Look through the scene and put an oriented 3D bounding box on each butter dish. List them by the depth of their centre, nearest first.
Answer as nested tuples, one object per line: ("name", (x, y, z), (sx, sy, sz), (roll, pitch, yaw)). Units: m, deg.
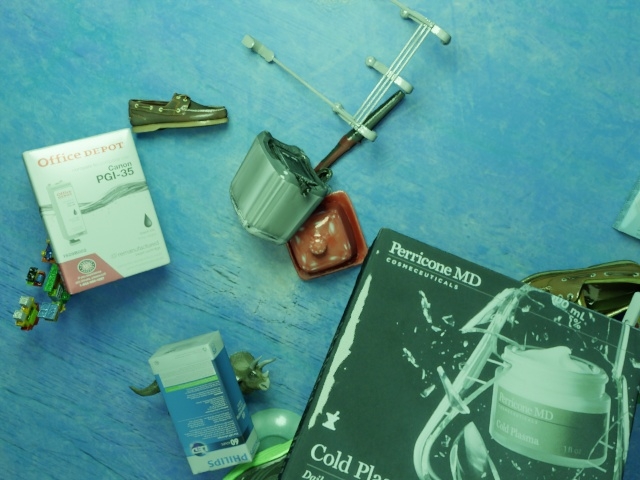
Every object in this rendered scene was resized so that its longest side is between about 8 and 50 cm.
("butter dish", (0.000, 0.000, 1.225), (0.159, 0.118, 0.160), (-18, 99, 11))

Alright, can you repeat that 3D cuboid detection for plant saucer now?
("plant saucer", (-0.098, 0.473, 1.376), (0.194, 0.037, 0.195), (1, 102, 6))

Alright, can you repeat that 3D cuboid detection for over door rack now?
("over door rack", (0.051, -0.372, 1.160), (0.324, 0.108, 0.239), (40, 103, 12))

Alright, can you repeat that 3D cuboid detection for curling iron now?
("curling iron", (0.067, -0.189, 1.217), (0.274, 0.035, 0.068), (-46, 56, 9))

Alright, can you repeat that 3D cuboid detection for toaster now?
("toaster", (-0.084, -0.094, 1.174), (0.129, 0.227, 0.146), (22, 114, -35))

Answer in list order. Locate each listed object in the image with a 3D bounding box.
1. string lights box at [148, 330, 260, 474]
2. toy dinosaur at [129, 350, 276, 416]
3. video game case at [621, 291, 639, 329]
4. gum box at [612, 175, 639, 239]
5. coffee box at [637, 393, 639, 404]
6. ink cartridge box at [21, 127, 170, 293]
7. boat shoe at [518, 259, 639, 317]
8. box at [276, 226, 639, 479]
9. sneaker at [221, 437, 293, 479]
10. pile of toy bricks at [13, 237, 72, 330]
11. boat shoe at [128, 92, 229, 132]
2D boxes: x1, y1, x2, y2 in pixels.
("string lights box", (-0.230, 0.327, 1.238), (0.133, 0.077, 0.260), (-16, 100, 11))
("toy dinosaur", (-0.247, 0.303, 1.335), (0.313, 0.121, 0.160), (6, 90, 10))
("video game case", (0.643, 0.199, 1.174), (0.227, 0.026, 0.206), (6, 110, -25))
("gum box", (0.675, -0.074, 1.169), (0.157, 0.041, 0.184), (23, 104, 2))
("coffee box", (0.554, 0.296, 1.260), (0.184, 0.040, 0.113), (-18, 99, 10))
("ink cartridge box", (-0.444, -0.062, 1.225), (0.207, 0.117, 0.283), (-19, 100, -21))
("boat shoe", (0.489, 0.112, 1.196), (0.307, 0.104, 0.111), (-21, 98, 11))
("box", (0.220, 0.310, 1.046), (0.479, 0.297, 0.472), (22, 67, 4))
("sneaker", (0.013, 0.461, 1.241), (0.483, 0.202, 0.185), (-40, 125, 3))
("pile of toy bricks", (-0.558, 0.100, 1.319), (0.118, 0.105, 0.212), (9, 61, 2))
("boat shoe", (-0.287, -0.258, 1.230), (0.207, 0.073, 0.073), (-3, 103, 7))
